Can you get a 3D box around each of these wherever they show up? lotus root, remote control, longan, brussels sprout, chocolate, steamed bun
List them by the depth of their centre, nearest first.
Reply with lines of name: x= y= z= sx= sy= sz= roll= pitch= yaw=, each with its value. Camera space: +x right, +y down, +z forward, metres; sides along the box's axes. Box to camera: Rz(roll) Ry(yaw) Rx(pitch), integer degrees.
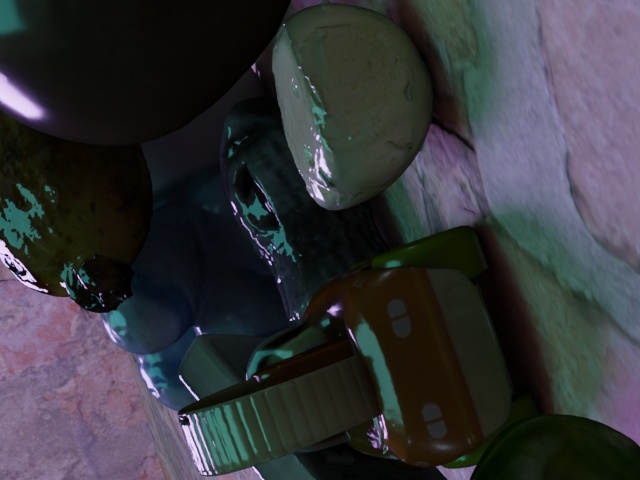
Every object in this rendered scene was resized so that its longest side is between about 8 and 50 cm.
brussels sprout: x=0.141 y=0.165 z=1.017 sx=0.155 sy=0.117 sz=0.155 roll=49 pitch=-177 yaw=-3
steamed bun: x=0.023 y=-0.089 z=1.216 sx=0.112 sy=0.091 sz=0.130 roll=112 pitch=141 yaw=-65
longan: x=-0.147 y=-0.211 z=1.344 sx=0.297 sy=0.297 sz=0.297 roll=161 pitch=90 yaw=-78
remote control: x=0.037 y=0.182 z=1.348 sx=0.344 sy=0.145 sz=0.050 roll=45 pitch=115 yaw=40
chocolate: x=0.000 y=0.000 z=1.440 sx=0.110 sy=0.110 sz=0.248 roll=111 pitch=138 yaw=-72
lotus root: x=-0.201 y=-0.048 z=1.476 sx=0.145 sy=0.128 sz=0.260 roll=-52 pitch=50 yaw=34

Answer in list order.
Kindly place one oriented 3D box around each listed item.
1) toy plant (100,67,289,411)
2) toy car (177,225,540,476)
toy plant: x=-0.095 y=0.010 z=1.611 sx=0.332 sy=0.247 sz=0.247 roll=58 pitch=163 yaw=33
toy car: x=0.011 y=0.094 z=1.250 sx=0.235 sy=0.235 sz=0.145 roll=161 pitch=90 yaw=-78
